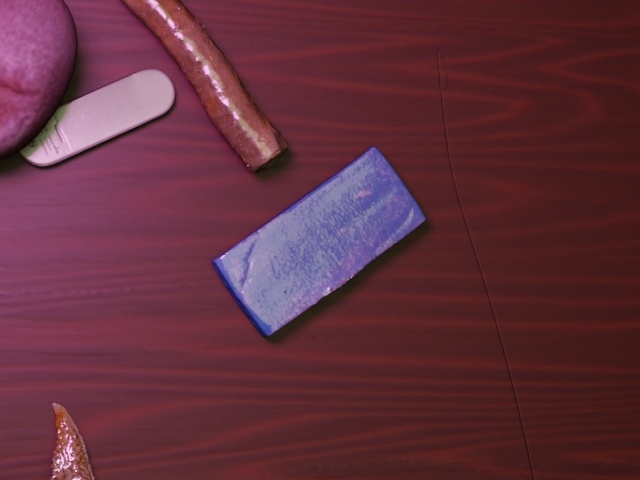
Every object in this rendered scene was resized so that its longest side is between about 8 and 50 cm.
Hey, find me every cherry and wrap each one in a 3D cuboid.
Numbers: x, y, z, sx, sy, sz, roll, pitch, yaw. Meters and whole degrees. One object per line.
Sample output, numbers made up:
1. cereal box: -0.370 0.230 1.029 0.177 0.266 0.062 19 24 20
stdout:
1. cherry: -0.466 -0.242 1.825 0.261 0.221 0.307 5 106 -25

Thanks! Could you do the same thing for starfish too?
1. starfish: -0.366 0.422 1.855 0.358 0.078 0.347 27 79 -2

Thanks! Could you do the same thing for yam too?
1. yam: -0.176 -0.253 1.971 0.081 0.081 0.356 -40 95 -13

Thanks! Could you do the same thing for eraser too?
1. eraser: 0.000 0.000 2.011 0.312 0.042 0.144 -36 95 -14

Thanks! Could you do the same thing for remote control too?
1. remote control: -0.326 -0.180 1.955 0.245 0.022 0.077 -27 90 -14
